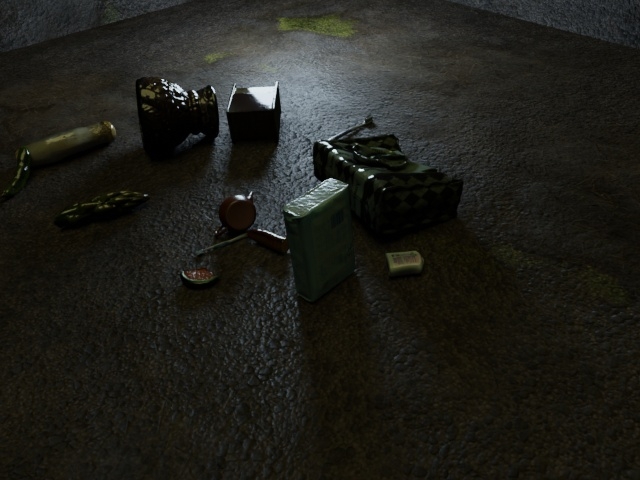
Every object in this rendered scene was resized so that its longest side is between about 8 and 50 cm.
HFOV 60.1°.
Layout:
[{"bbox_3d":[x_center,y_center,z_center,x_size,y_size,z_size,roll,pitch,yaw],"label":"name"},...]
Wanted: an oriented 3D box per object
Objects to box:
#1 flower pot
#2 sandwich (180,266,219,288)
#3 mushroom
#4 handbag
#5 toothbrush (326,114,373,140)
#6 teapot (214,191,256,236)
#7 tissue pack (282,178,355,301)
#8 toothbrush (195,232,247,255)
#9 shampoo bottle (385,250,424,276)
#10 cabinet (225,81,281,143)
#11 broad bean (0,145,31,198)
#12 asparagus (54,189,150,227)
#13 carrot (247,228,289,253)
[{"bbox_3d":[-0.515,-0.457,2.000,0.267,0.266,0.266,-7,38,-20],"label":"flower pot"},{"bbox_3d":[-0.320,0.101,1.470,0.101,0.026,0.069,-11,36,-12],"label":"sandwich"},{"bbox_3d":[-0.927,-0.352,2.024,0.351,0.095,0.123,-23,20,-22],"label":"mushroom"},{"bbox_3d":[0.201,-0.198,1.686,0.317,0.180,0.416,-14,35,-24],"label":"handbag"},{"bbox_3d":[0.095,-0.398,2.033,0.288,0.026,0.024,-33,50,-29],"label":"toothbrush"},{"bbox_3d":[-0.251,-0.078,1.626,0.173,0.116,0.116,-49,52,-7],"label":"teapot"},{"bbox_3d":[0.000,0.000,1.374,0.089,0.263,0.177,28,48,37],"label":"tissue pack"},{"bbox_3d":[-0.281,0.009,1.585,0.162,0.014,0.017,-23,29,-22],"label":"toothbrush"},{"bbox_3d":[0.224,0.060,1.454,0.099,0.043,0.072,-6,40,-3],"label":"shampoo bottle"},{"bbox_3d":[-0.241,-0.474,2.061,0.175,0.148,0.215,-2,44,2],"label":"cabinet"},{"bbox_3d":[-1.031,-0.226,1.882,0.039,0.069,0.227,-25,44,38],"label":"broad bean"},{"bbox_3d":[-0.674,-0.107,1.714,0.287,0.080,0.080,-14,41,-13],"label":"asparagus"},{"bbox_3d":[-0.150,-0.007,1.567,0.139,0.048,0.048,21,46,29],"label":"carrot"}]
